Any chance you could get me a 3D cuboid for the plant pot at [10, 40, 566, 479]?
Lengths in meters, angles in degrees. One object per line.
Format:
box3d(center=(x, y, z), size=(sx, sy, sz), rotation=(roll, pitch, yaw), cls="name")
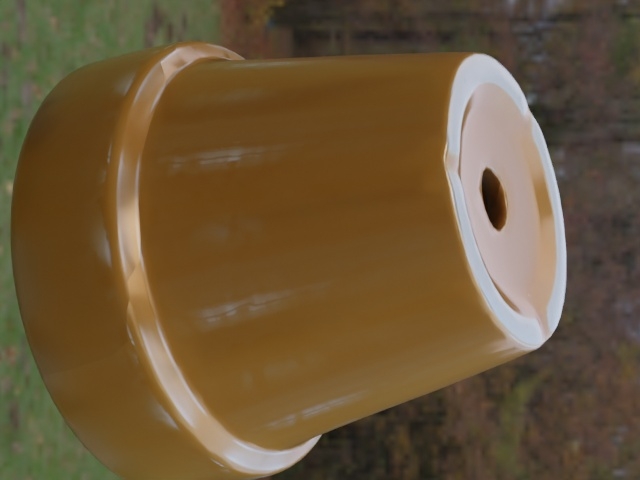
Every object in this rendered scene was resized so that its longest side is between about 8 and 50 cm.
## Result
box3d(center=(0.000, 0.000, 0.688), size=(0.205, 0.188, 0.205), rotation=(33, 51, -55), cls="plant pot")
